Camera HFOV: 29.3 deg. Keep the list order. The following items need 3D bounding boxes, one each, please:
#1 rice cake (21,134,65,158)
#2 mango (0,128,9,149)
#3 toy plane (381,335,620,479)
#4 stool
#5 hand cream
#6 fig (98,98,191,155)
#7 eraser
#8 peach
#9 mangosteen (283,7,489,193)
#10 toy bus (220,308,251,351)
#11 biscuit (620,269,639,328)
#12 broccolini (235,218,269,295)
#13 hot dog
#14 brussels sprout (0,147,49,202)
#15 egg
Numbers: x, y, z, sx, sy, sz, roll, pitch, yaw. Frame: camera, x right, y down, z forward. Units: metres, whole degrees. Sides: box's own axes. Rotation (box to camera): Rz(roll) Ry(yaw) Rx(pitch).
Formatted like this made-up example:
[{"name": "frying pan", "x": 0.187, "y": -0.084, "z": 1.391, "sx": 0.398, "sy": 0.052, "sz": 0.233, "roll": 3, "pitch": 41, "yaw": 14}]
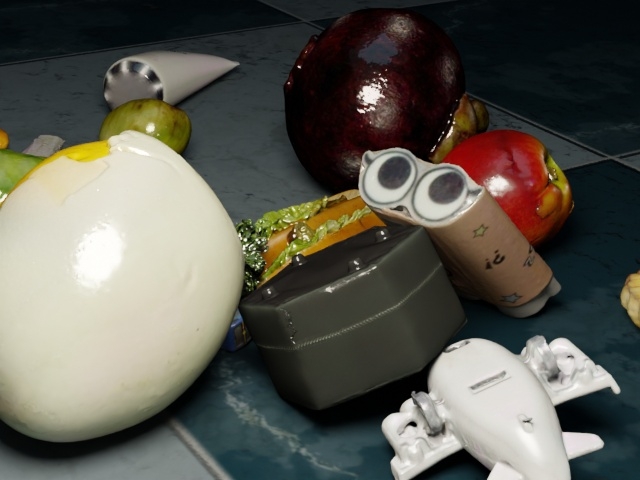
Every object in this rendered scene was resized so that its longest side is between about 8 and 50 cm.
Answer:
[{"name": "rice cake", "x": -0.464, "y": -0.106, "z": 1.913, "sx": 0.055, "sy": 0.049, "sz": 0.270, "roll": 24, "pitch": 26, "yaw": -4}, {"name": "mango", "x": -0.561, "y": -0.165, "z": 2.041, "sx": 0.089, "sy": 0.046, "sz": 0.060, "roll": 1, "pitch": 20, "yaw": 30}, {"name": "toy plane", "x": 0.186, "y": 0.185, "z": 1.249, "sx": 0.252, "sy": 0.118, "sz": 0.252, "roll": -14, "pitch": 30, "yaw": 8}, {"name": "stool", "x": 0.034, "y": 0.079, "z": 1.357, "sx": 0.232, "sy": 0.141, "sz": 0.232, "roll": -24, "pitch": 9, "yaw": 4}, {"name": "hand cream", "x": -0.290, "y": -0.314, "z": 2.305, "sx": 0.186, "sy": 0.118, "sz": 0.358, "roll": 4, "pitch": 19, "yaw": 13}, {"name": "fig", "x": -0.283, "y": -0.170, "z": 1.970, "sx": 0.153, "sy": 0.120, "sz": 0.136, "roll": -22, "pitch": -10, "yaw": -5}, {"name": "eraser", "x": 0.168, "y": -0.004, "z": 1.485, "sx": 0.171, "sy": 0.087, "sz": 0.290, "roll": 23, "pitch": -12, "yaw": 36}, {"name": "peach", "x": 0.241, "y": -0.059, "z": 1.705, "sx": 0.197, "sy": 0.197, "sz": 0.197, "roll": 1, "pitch": 25, "yaw": -1}, {"name": "mangosteen", "x": 0.113, "y": -0.191, "z": 1.879, "sx": 0.347, "sy": 0.307, "sz": 0.307, "roll": 32, "pitch": 26, "yaw": -4}, {"name": "toy bus", "x": -0.154, "y": 0.093, "z": 1.506, "sx": 0.153, "sy": 0.051, "sz": 0.061, "roll": 14, "pitch": 41, "yaw": 25}, {"name": "biscuit", "x": 0.450, "y": 0.076, "z": 1.560, "sx": 0.183, "sy": 0.061, "sz": 0.118, "roll": -19, "pitch": 30, "yaw": -40}, {"name": "broccolini", "x": -0.180, "y": -0.009, "z": 1.542, "sx": 0.271, "sy": 0.062, "sz": 0.123, "roll": 19, "pitch": 37, "yaw": 23}, {"name": "hot dog", "x": 0.000, "y": 0.000, "z": 1.649, "sx": 0.135, "sy": 0.100, "sz": 0.337, "roll": 20, "pitch": 30, "yaw": 32}, {"name": "brussels sprout", "x": -0.416, "y": -0.006, "z": 1.521, "sx": 0.210, "sy": 0.219, "sz": 0.271, "roll": 8, "pitch": 0, "yaw": -24}, {"name": "egg", "x": -0.236, "y": 0.056, "z": 1.304, "sx": 0.283, "sy": 0.283, "sz": 0.345, "roll": 13, "pitch": 55, "yaw": 23}]
